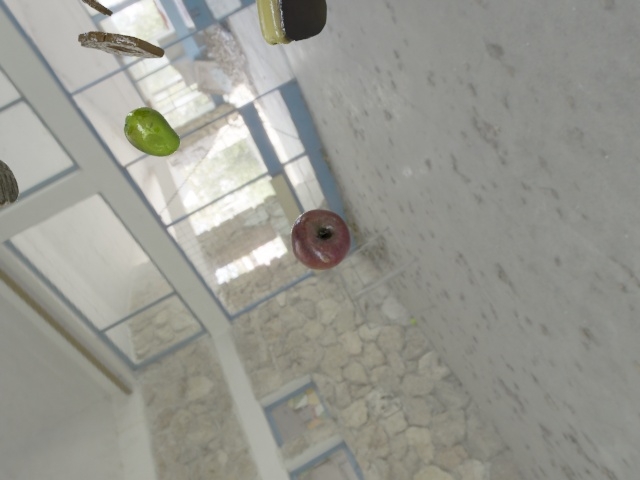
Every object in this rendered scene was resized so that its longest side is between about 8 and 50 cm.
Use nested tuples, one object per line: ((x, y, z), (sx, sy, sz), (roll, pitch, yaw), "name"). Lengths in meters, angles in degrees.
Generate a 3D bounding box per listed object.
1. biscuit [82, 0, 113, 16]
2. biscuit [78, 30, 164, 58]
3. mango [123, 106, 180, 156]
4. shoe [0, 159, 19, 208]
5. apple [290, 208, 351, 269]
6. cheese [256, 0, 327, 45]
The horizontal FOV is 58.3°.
((-0.682, -0.700, 1.652), (0.175, 0.026, 0.124), (29, -170, -32), "biscuit")
((-0.528, -0.510, 1.486), (0.182, 0.215, 0.034), (-13, -68, -74), "biscuit")
((-0.464, -0.289, 1.572), (0.089, 0.117, 0.163), (48, 174, 48), "mango")
((-0.890, -0.097, 1.290), (0.351, 0.198, 0.172), (7, -122, -52), "shoe")
((0.000, 0.000, 1.403), (0.153, 0.153, 0.120), (61, 154, 11), "apple")
((-0.035, -0.274, 0.545), (0.036, 0.086, 0.162), (13, 122, 34), "cheese")
